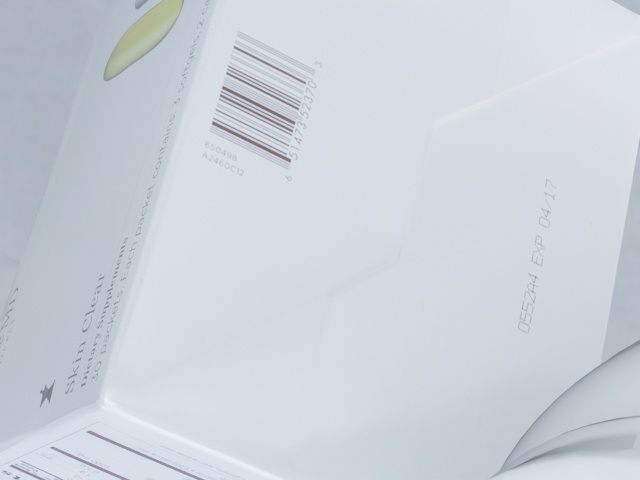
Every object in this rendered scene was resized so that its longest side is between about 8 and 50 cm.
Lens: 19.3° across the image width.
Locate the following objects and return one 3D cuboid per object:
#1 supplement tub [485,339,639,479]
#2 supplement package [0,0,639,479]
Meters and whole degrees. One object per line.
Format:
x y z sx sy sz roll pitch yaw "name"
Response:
0.189 0.119 0.557 0.325 0.235 0.235 -14 172 -46 "supplement tub"
0.000 0.000 0.776 0.204 0.262 0.145 26 152 -23 "supplement package"
